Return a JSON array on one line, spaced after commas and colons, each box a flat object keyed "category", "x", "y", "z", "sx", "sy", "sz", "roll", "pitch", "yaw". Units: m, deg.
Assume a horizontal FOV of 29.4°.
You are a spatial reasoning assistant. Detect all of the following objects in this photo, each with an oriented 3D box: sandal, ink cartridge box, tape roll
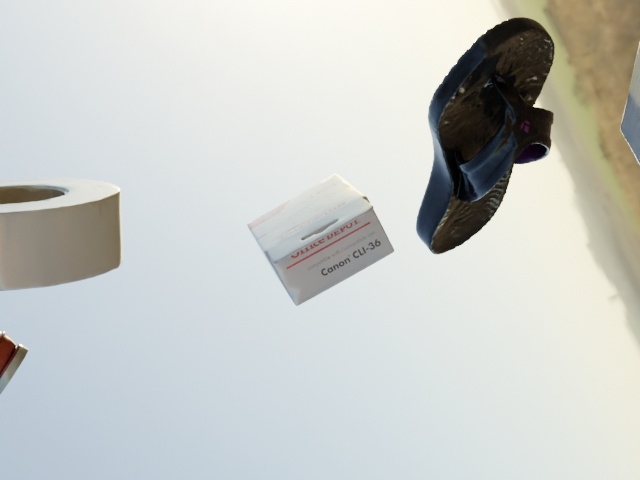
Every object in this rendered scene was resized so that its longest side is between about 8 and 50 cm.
[{"category": "sandal", "x": 0.215, "y": -0.104, "z": 1.472, "sx": 0.107, "sy": 0.167, "sz": 0.446, "roll": 50, "pitch": 162, "yaw": 23}, {"category": "ink cartridge box", "x": 0.000, "y": 0.000, "z": 1.230, "sx": 0.067, "sy": 0.115, "sz": 0.198, "roll": 61, "pitch": 178, "yaw": -14}, {"category": "tape roll", "x": -0.401, "y": -0.013, "z": 1.583, "sx": 0.286, "sy": 0.286, "sz": 0.100, "roll": -62, "pitch": -29, "yaw": -76}]

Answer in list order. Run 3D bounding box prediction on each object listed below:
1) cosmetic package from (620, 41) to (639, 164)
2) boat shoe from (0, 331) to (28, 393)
[{"category": "cosmetic package", "x": 0.267, "y": -0.072, "z": 0.772, "sx": 0.231, "sy": 0.117, "sz": 0.085, "roll": -76, "pitch": -7, "yaw": -72}, {"category": "boat shoe", "x": -0.244, "y": 0.109, "z": 0.804, "sx": 0.043, "sy": 0.137, "sz": 0.049, "roll": 33, "pitch": -156, "yaw": -15}]
